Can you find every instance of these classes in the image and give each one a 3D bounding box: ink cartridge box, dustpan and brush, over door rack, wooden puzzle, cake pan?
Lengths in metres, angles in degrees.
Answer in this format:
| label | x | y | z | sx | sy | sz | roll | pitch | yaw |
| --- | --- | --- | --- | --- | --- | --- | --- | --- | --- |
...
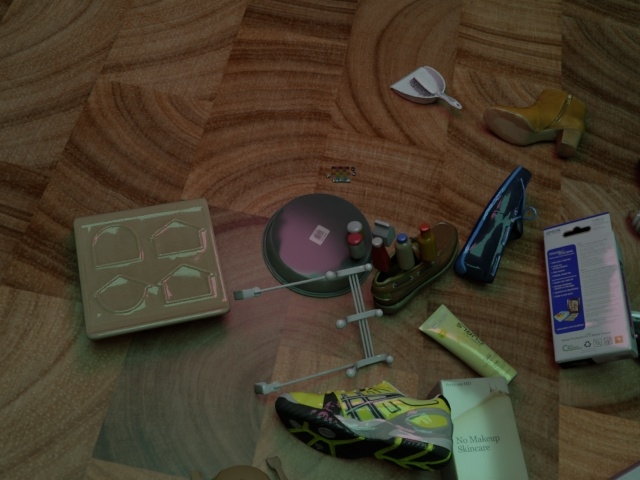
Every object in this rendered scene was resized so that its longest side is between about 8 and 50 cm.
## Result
| label | x | y | z | sx | sy | sz | roll | pitch | yaw |
| --- | --- | --- | --- | --- | --- | --- | --- | --- | --- |
| ink cartridge box | 0.649 | 0.118 | 1.718 | 0.176 | 0.069 | 0.371 | -17 | 55 | 33 |
| dustpan and brush | 0.326 | -0.433 | 2.052 | 0.147 | 0.060 | 0.211 | -36 | 70 | -24 |
| over door rack | -0.008 | 0.196 | 1.574 | 0.324 | 0.108 | 0.239 | -11 | 87 | -13 |
| wooden puzzle | 0.056 | -0.179 | 1.904 | 0.083 | 0.006 | 0.049 | 0 | 60 | -7 |
| wooden puzzle | -0.401 | 0.066 | 1.671 | 0.322 | 0.080 | 0.348 | -10 | 57 | -13 |
| cake pan | 0.000 | 0.000 | 1.767 | 0.293 | 0.054 | 0.293 | 3 | 60 | -5 |

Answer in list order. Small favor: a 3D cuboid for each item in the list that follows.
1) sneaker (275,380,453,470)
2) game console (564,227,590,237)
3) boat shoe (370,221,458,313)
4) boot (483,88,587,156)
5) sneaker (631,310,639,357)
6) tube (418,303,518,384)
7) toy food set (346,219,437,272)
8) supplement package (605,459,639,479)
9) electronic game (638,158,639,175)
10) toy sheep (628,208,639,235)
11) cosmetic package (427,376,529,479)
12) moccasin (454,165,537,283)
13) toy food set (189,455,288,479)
| label | x | y | z | sx | sy | sz | roll | pitch | yaw |
| --- | --- | --- | --- | --- | --- | --- | --- | --- | --- |
| sneaker | 0.093 | 0.376 | 1.501 | 0.385 | 0.145 | 0.147 | 10 | 50 | 13 |
| game console | 0.696 | 0.027 | 1.862 | 0.107 | 0.071 | 0.122 | 0 | 54 | 28 |
| boat shoe | 0.239 | 0.045 | 1.725 | 0.111 | 0.104 | 0.307 | 22 | 55 | 34 |
| boot | 0.623 | -0.368 | 2.039 | 0.295 | 0.104 | 0.211 | 22 | 55 | 0 |
| sneaker | 0.794 | 0.275 | 1.675 | 0.296 | 0.104 | 0.147 | 24 | 55 | 2 |
| tube | 0.350 | 0.255 | 1.663 | 0.240 | 0.062 | 0.070 | 41 | 23 | 21 |
| toy food set | 0.148 | -0.004 | 1.650 | 0.232 | 0.104 | 0.111 | 20 | 57 | 30 |
| supplement package | 0.655 | 0.545 | 1.446 | 0.262 | 0.204 | 0.145 | -22 | 65 | -18 |
| electronic game | 1.005 | -0.173 | 1.993 | 0.229 | 0.048 | 0.229 | 8 | 56 | -11 |
| toy sheep | 0.884 | -0.044 | 1.884 | 0.091 | 0.091 | 0.132 | -39 | 53 | -24 |
| cosmetic package | 0.341 | 0.459 | 1.512 | 0.160 | 0.113 | 0.309 | -3 | 62 | -8 |
| moccasin | 0.465 | -0.034 | 1.817 | 0.117 | 0.138 | 0.342 | 31 | 75 | 6 |
| toy food set | -0.160 | 0.504 | 1.436 | 0.192 | 0.038 | 0.132 | -3 | 22 | -23 |
